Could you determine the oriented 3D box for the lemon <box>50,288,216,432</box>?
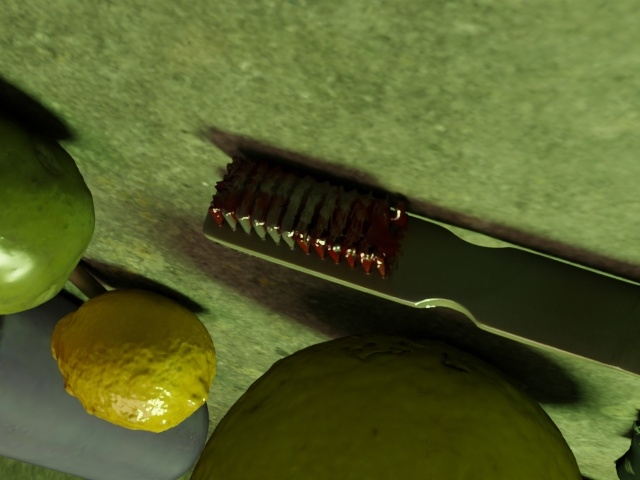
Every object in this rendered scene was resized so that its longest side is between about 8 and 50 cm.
[{"bbox_3d":[-0.187,0.118,1.808,0.187,0.142,0.142,19,167,23],"label":"lemon"}]

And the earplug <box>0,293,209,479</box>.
[{"bbox_3d":[-0.300,0.174,2.107,0.215,0.215,0.456,11,167,39],"label":"earplug"}]

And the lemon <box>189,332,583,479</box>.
[{"bbox_3d":[0.051,0.264,1.507,0.349,0.387,0.350,11,144,8],"label":"lemon"}]

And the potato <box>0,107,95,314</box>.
[{"bbox_3d":[-0.272,-0.034,1.303,0.228,0.149,0.197,21,147,-24],"label":"potato"}]

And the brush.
[{"bbox_3d":[0.074,0.012,1.141,0.321,0.060,0.050,18,156,17],"label":"brush"}]

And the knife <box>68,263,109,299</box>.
[{"bbox_3d":[-0.261,0.009,1.759,0.047,0.017,0.298,15,161,28],"label":"knife"}]

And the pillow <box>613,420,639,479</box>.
[{"bbox_3d":[0.302,0.196,1.543,0.090,0.048,0.150,12,162,7],"label":"pillow"}]
